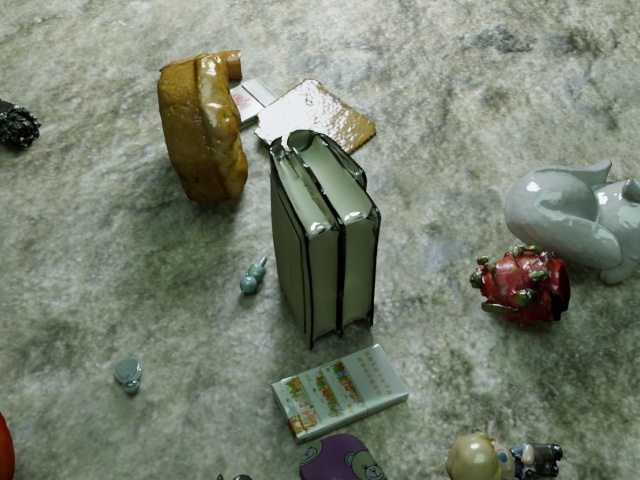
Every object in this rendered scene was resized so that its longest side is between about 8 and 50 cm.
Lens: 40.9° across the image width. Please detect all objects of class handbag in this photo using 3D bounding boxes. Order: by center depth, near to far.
[{"bbox_3d":[0.000,0.000,1.570,0.160,0.358,0.236,-21,55,-15],"label":"handbag"}]

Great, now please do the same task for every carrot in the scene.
[{"bbox_3d":[-0.292,-0.425,2.093,0.205,0.072,0.072,-3,51,-1],"label":"carrot"}]

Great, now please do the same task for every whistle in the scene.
[{"bbox_3d":[-0.132,0.070,1.716,0.035,0.035,0.100,20,52,14],"label":"whistle"}]

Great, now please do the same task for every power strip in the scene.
[{"bbox_3d":[-0.349,0.250,1.572,0.055,0.035,0.083,-13,39,-12],"label":"power strip"}]

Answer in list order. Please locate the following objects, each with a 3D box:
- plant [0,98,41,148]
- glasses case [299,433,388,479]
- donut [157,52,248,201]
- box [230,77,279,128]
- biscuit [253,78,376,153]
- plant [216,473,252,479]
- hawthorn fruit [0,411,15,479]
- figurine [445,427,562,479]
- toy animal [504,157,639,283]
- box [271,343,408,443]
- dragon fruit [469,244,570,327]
[{"bbox_3d":[-0.700,-0.266,1.937,0.143,0.094,0.092,31,46,27],"label":"plant"},{"bbox_3d":[0.077,0.454,1.383,0.123,0.075,0.316,-23,55,-19],"label":"glasses case"},{"bbox_3d":[-0.241,-0.234,1.809,0.150,0.299,0.317,-14,24,1],"label":"donut"},{"bbox_3d":[-0.200,-0.310,2.025,0.198,0.029,0.109,-31,59,-23],"label":"box"},{"bbox_3d":[-0.020,-0.264,1.986,0.232,0.013,0.237,40,59,18],"label":"biscuit"},{"bbox_3d":[-0.146,0.493,1.300,0.149,0.146,0.274,35,41,-30],"label":"plant"},{"bbox_3d":[-0.623,0.346,1.335,0.284,0.284,0.284,1,51,-1],"label":"hawthorn fruit"},{"bbox_3d":[0.310,0.382,1.441,0.196,0.114,0.108,3,26,-12],"label":"figurine"},{"bbox_3d":[0.507,-0.059,1.733,0.265,0.206,0.271,10,54,2],"label":"toy animal"},{"bbox_3d":[0.035,0.275,1.556,0.221,0.032,0.122,-18,54,-17],"label":"box"},{"bbox_3d":[0.380,0.088,1.640,0.172,0.166,0.160,-9,89,29],"label":"dragon fruit"}]
